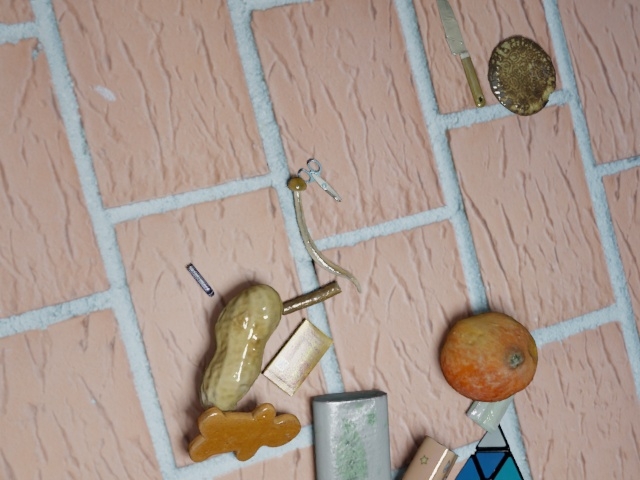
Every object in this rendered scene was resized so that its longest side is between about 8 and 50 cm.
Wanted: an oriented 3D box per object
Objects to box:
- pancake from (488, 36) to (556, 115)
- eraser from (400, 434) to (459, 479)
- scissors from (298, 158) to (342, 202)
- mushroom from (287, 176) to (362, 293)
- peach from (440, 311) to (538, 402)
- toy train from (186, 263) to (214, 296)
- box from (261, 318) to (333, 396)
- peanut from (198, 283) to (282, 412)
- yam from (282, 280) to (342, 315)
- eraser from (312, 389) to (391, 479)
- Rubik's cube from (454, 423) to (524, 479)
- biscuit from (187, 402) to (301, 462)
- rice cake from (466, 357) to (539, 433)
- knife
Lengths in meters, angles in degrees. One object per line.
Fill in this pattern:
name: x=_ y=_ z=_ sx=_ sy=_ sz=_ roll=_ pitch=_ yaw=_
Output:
pancake: x=0.503 y=-0.408 z=1.661 sx=0.199 sy=0.021 sz=0.199 roll=1 pitch=88 yaw=-16
eraser: x=0.204 y=0.586 z=1.489 sx=0.087 sy=0.171 sz=0.290 roll=28 pitch=79 yaw=26
scissors: x=0.004 y=-0.128 z=1.514 sx=0.119 sy=0.014 sz=0.058 roll=45 pitch=82 yaw=-7
mushroom: x=0.000 y=0.000 z=1.501 sx=0.068 sy=0.043 sz=0.306 roll=-25 pitch=98 yaw=10
peach: x=0.385 y=0.259 z=1.504 sx=0.233 sy=0.232 sz=0.232 roll=0 pitch=88 yaw=-16
toy train: x=-0.255 y=0.087 z=1.433 sx=0.017 sy=0.017 sz=0.083 roll=-39 pitch=99 yaw=-12
box: x=-0.050 y=0.260 z=1.485 sx=0.089 sy=0.022 sz=0.156 roll=39 pitch=79 yaw=-10
peanut: x=-0.171 y=0.226 z=1.398 sx=0.130 sy=0.130 sz=0.290 roll=21 pitch=83 yaw=-14
yam: x=-0.021 y=0.131 z=1.493 sx=0.146 sy=0.032 sz=0.032 roll=-21 pitch=94 yaw=-14
eraser: x=0.070 y=0.457 z=1.484 sx=0.174 sy=0.081 sz=0.226 roll=-3 pitch=90 yaw=-15
Rubik's cube: x=0.370 y=0.623 z=1.530 sx=0.234 sy=0.250 sz=0.284 roll=-19 pitch=99 yaw=4
biscuit: x=-0.155 y=0.401 z=1.407 sx=0.250 sy=0.036 sz=0.165 roll=5 pitch=123 yaw=-33
rice cake: x=0.438 y=0.350 z=1.612 sx=0.080 sy=0.042 sz=0.221 roll=37 pitch=80 yaw=-8
knife: x=0.336 y=-0.461 z=1.616 sx=0.047 sy=0.017 sz=0.297 roll=-20 pitch=94 yaw=-9
